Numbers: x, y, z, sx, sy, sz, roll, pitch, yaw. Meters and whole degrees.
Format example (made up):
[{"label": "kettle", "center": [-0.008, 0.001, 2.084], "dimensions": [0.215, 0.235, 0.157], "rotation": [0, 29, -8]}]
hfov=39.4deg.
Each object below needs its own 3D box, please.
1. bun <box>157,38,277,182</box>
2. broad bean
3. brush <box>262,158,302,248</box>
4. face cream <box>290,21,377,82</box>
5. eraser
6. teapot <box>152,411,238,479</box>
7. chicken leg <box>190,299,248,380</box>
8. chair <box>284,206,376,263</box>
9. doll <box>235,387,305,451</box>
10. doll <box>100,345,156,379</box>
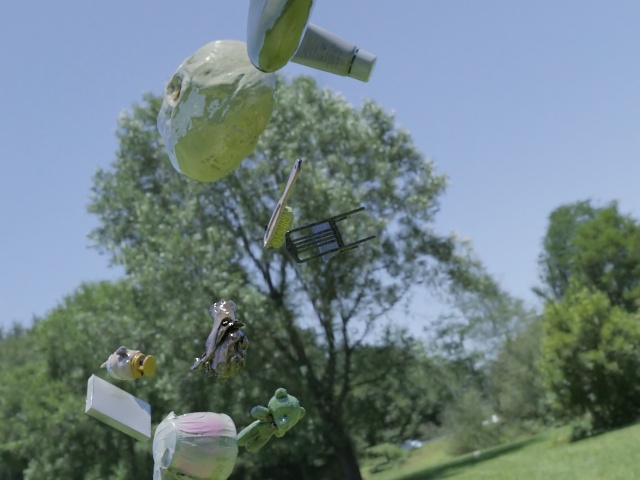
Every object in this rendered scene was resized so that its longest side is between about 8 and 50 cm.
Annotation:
[{"label": "bun", "center": [-0.275, -0.329, 2.171], "dimensions": [0.202, 0.364, 0.364], "rotation": [22, -35, -32]}, {"label": "broad bean", "center": [-0.062, -0.397, 1.451], "dimensions": [0.121, 0.263, 0.189], "rotation": [27, -20, -21]}, {"label": "brush", "center": [-0.090, -0.099, 2.506], "dimensions": [0.067, 0.072, 0.313], "rotation": [11, -54, -18]}, {"label": "face cream", "center": [0.002, -0.529, 2.483], "dimensions": [0.314, 0.143, 0.089], "rotation": [22, 21, 4]}, {"label": "eraser", "center": [-0.419, 0.349, 1.856], "dimensions": [0.150, 0.104, 0.023], "rotation": [36, -70, -28]}, {"label": "teapot", "center": [-0.305, 0.500, 2.054], "dimensions": [0.178, 0.221, 0.163], "rotation": [14, 6, -32]}, {"label": "chicken leg", "center": [-0.193, 0.188, 1.777], "dimensions": [0.080, 0.196, 0.125], "rotation": [32, -45, -30]}, {"label": "chair", "center": [0.000, 0.000, 1.891], "dimensions": [0.212, 0.084, 0.101], "rotation": [-19, -5, -29]}, {"label": "doll", "center": [-0.101, 0.382, 1.841], "dimensions": [0.150, 0.077, 0.115], "rotation": [-41, -52, 3]}, {"label": "doll", "center": [-0.428, 0.263, 1.952], "dimensions": [0.127, 0.073, 0.084], "rotation": [1, -52, 22]}]
